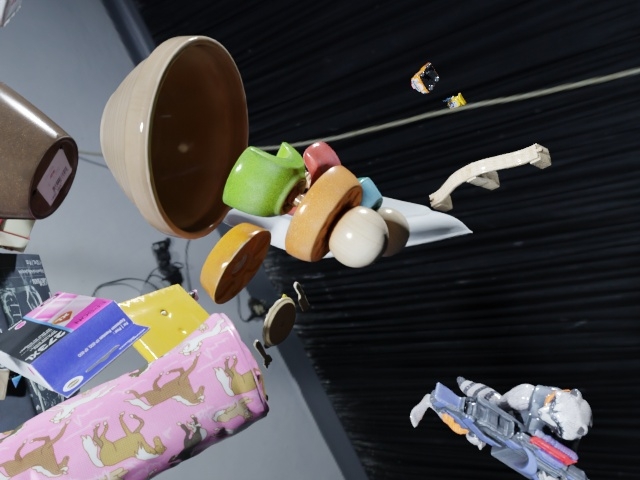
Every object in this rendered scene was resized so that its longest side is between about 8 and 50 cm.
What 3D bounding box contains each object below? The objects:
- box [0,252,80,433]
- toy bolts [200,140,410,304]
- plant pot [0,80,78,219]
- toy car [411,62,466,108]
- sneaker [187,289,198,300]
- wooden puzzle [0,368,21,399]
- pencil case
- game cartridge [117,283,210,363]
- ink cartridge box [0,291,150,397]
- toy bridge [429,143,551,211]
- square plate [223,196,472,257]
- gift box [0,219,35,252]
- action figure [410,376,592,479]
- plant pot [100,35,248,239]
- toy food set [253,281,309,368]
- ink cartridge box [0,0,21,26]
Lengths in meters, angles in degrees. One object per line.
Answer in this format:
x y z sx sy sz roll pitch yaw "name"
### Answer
-0.920 0.294 1.615 0.297 0.480 0.471 -15 92 -12 "box"
0.000 0.000 0.660 0.158 0.218 0.228 34 27 14 "toy bolts"
-0.422 -0.115 0.691 0.230 0.215 0.215 21 56 -2 "plant pot"
0.199 -0.252 1.010 0.122 0.040 0.060 37 55 -32 "toy car"
-0.465 0.200 2.014 0.057 0.119 0.047 -12 77 -32 "sneaker"
-0.774 0.337 1.368 0.116 0.014 0.078 18 82 -26 "wooden puzzle"
-0.257 0.241 0.728 0.386 0.160 0.167 -27 149 -19 "pencil case"
-0.411 0.277 1.686 0.324 0.052 0.285 43 26 15 "game cartridge"
-0.482 0.181 1.089 0.176 0.371 0.069 -43 119 -35 "ink cartridge box"
0.226 -0.089 0.817 0.063 0.188 0.026 11 64 -37 "toy bridge"
0.039 -0.043 1.082 0.347 0.344 0.049 -8 105 -31 "square plate"
-0.897 -0.118 1.578 0.255 0.276 0.258 23 104 -29 "gift box"
0.310 0.294 1.016 0.341 0.330 0.178 38 60 -17 "action figure"
-0.186 -0.125 0.706 0.237 0.110 0.237 8 90 -74 "plant pot"
-0.103 0.193 1.379 0.192 0.038 0.132 -55 148 -28 "toy food set"
-0.447 -0.483 0.804 0.131 0.306 0.226 20 20 -28 "ink cartridge box"
